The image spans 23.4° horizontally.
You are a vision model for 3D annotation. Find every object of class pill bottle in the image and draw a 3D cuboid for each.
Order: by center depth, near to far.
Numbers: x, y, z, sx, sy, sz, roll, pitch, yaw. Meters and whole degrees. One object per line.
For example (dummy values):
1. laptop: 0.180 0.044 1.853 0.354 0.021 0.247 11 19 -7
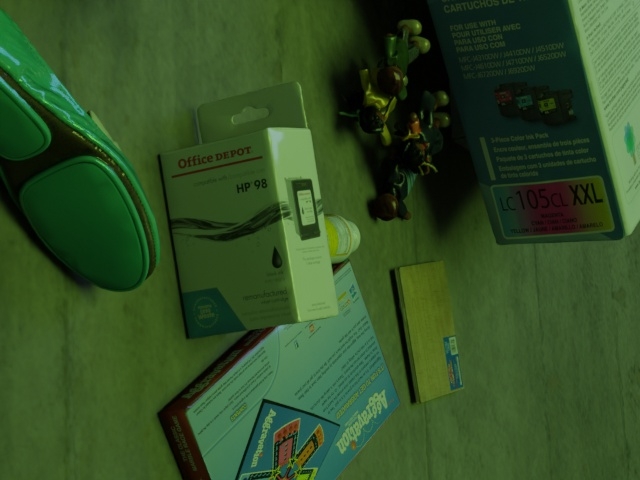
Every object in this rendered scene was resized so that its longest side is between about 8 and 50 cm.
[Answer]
1. pill bottle: 0.000 0.000 1.294 0.083 0.043 0.043 -7 87 -59

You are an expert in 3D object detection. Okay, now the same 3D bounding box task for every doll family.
1. doll family: 0.071 -0.103 1.414 0.193 0.076 0.111 64 30 -29

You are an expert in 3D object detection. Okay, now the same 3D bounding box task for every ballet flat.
1. ballet flat: -0.176 -0.070 1.000 0.247 0.083 0.087 53 26 -39

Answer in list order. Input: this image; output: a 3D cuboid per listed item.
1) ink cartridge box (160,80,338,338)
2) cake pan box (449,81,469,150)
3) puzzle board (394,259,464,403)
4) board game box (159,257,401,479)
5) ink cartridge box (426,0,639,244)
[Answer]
1. ink cartridge box: -0.057 -0.023 1.152 0.060 0.104 0.180 -6 86 -58
2. cake pan box: 0.223 -0.192 1.690 0.267 0.070 0.245 22 61 -55
3. puzzle board: 0.103 0.086 1.468 0.096 0.011 0.128 -7 88 -60
4. board game box: -0.023 0.135 1.235 0.281 0.027 0.145 -40 114 -55
5. ink cartridge box: 0.228 -0.229 1.487 0.270 0.151 0.395 -45 125 -52
